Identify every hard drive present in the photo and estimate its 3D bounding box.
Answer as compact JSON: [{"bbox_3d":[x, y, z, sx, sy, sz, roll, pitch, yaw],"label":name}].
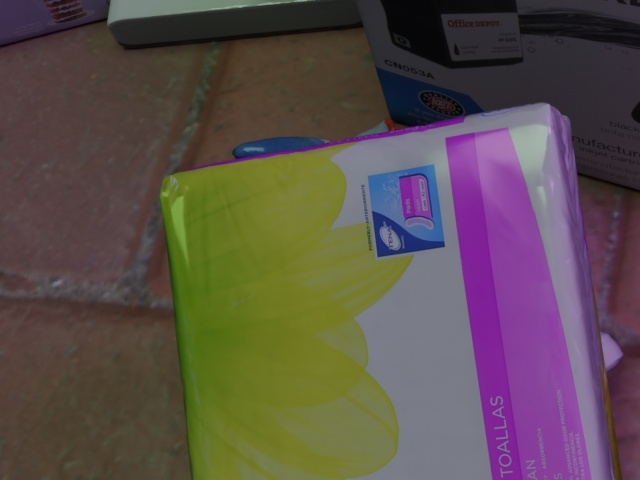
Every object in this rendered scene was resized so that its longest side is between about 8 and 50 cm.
[{"bbox_3d":[-0.058,-0.302,1.082,0.203,0.040,0.308,-3,61,12],"label":"hard drive"}]

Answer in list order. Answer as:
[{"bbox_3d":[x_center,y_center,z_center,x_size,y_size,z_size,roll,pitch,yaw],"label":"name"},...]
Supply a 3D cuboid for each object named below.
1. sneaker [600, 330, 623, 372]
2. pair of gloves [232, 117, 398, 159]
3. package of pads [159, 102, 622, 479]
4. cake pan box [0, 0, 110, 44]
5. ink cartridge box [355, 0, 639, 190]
[{"bbox_3d":[0.047,0.053,0.810,0.255,0.094,0.151,-16,79,8],"label":"sneaker"},{"bbox_3d":[0.000,0.000,0.913,0.159,0.023,0.198,-19,58,3],"label":"pair of gloves"},{"bbox_3d":[0.038,0.091,0.708,0.229,0.101,0.297,-9,86,18],"label":"package of pads"},{"bbox_3d":[-0.313,-0.268,1.112,0.266,0.070,0.246,-14,57,6],"label":"cake pan box"},{"bbox_3d":[0.138,-0.179,0.810,0.223,0.307,0.129,19,68,23],"label":"ink cartridge box"}]
